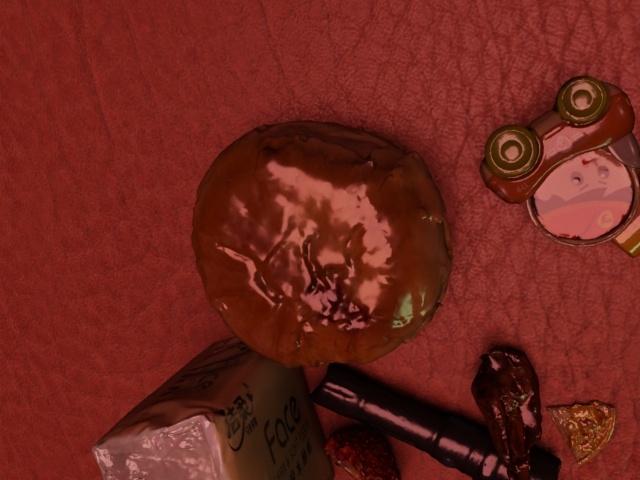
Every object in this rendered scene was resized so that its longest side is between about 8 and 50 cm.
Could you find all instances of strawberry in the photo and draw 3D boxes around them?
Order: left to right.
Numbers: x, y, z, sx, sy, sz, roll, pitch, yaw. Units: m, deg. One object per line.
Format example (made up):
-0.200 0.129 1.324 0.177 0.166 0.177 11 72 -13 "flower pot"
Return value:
0.094 0.375 1.135 0.167 0.208 0.087 44 72 -4 "strawberry"

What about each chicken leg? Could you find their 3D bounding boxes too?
0.295 0.311 1.044 0.113 0.093 0.304 10 60 -17 "chicken leg"

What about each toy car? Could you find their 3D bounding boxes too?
0.364 -0.100 0.972 0.235 0.145 0.234 2 95 17 "toy car"

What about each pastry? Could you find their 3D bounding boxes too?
0.000 0.000 1.044 0.410 0.245 0.409 3 105 13 "pastry"

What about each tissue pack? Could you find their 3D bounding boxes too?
-0.135 0.358 1.069 0.206 0.405 0.331 -16 96 14 "tissue pack"

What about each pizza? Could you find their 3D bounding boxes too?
0.417 0.307 1.110 0.109 0.026 0.122 24 106 11 "pizza"

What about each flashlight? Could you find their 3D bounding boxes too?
0.185 0.321 1.136 0.424 0.103 0.103 22 105 10 "flashlight"

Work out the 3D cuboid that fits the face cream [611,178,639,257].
0.523 -0.097 0.976 0.078 0.078 0.273 41 107 4 "face cream"
